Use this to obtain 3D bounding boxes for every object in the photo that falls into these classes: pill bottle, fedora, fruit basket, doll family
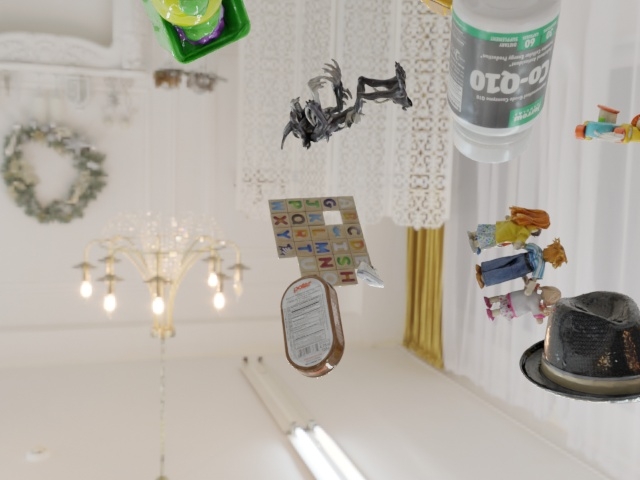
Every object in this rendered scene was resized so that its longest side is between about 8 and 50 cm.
[{"bbox_3d":[0.368,-0.348,1.431,0.204,0.361,0.204,-4,-130,5],"label":"pill bottle"},{"bbox_3d":[0.546,0.192,1.367,0.334,0.152,0.334,-9,-170,2],"label":"fedora"},{"bbox_3d":[-0.320,-0.636,1.701,0.283,0.392,0.392,-34,-156,-27],"label":"fruit basket"},{"bbox_3d":[0.370,0.024,1.297,0.163,0.263,0.118,-18,136,19],"label":"doll family"}]

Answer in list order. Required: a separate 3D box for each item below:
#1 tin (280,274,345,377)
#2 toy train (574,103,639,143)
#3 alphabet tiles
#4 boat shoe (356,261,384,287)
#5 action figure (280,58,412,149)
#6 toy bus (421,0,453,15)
[{"bbox_3d":[-0.016,0.147,1.219,0.106,0.189,0.040,-21,144,16],"label":"tin"},{"bbox_3d":[0.402,-0.139,0.848,0.166,0.046,0.125,4,-171,-11],"label":"toy train"},{"bbox_3d":[0.000,0.000,1.497,0.198,0.237,0.009,-3,145,-14],"label":"alphabet tiles"},{"bbox_3d":[0.107,0.070,1.444,0.035,0.035,0.100,2,160,36],"label":"boat shoe"},{"bbox_3d":[0.030,-0.272,1.335,0.276,0.141,0.164,-17,-151,17],"label":"action figure"},{"bbox_3d":[0.386,-0.707,1.743,0.108,0.332,0.130,34,175,21],"label":"toy bus"}]
